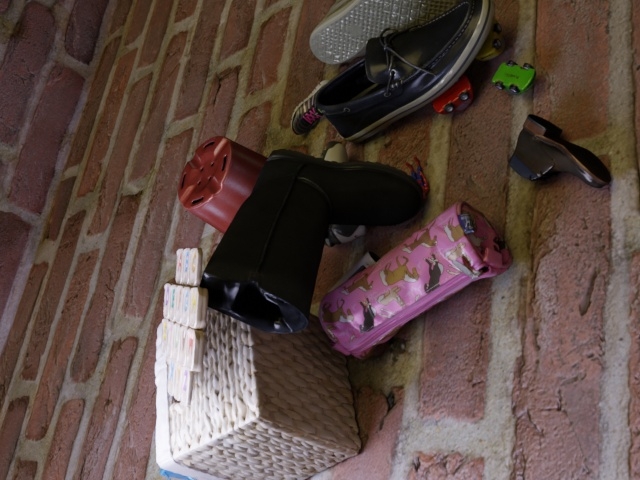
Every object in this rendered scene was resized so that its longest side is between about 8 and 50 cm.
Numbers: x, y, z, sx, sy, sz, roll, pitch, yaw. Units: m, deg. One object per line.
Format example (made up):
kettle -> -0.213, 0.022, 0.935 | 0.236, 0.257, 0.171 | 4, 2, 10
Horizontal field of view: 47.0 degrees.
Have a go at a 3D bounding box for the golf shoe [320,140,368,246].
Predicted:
golf shoe -> 0.059, -0.115, 1.741 | 0.120, 0.105, 0.272 | -9, 64, 23

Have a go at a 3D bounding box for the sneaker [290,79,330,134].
sneaker -> -0.014, -0.350, 1.965 | 0.170, 0.063, 0.075 | -50, 34, 5

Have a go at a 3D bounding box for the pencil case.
pencil case -> 0.175, 0.084, 1.439 | 0.386, 0.167, 0.160 | -36, 79, 27

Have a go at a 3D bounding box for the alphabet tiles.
alphabet tiles -> -0.253, 0.151, 1.341 | 0.284, 0.021, 0.278 | 177, 98, -67

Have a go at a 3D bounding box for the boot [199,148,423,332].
boot -> -0.002, 0.000, 1.448 | 0.367, 0.146, 0.445 | 9, 35, 8

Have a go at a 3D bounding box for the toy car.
toy car -> 0.373, -0.349, 1.566 | 0.225, 0.053, 0.239 | 33, 94, 50

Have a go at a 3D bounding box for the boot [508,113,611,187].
boot -> 0.440, -0.136, 1.371 | 0.219, 0.082, 0.106 | 57, 133, 43

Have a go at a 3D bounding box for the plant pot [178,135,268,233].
plant pot -> -0.196, -0.115, 1.861 | 0.272, 0.265, 0.272 | -25, 51, 36

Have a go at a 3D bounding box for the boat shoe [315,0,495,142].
boat shoe -> 0.177, -0.393, 1.670 | 0.500, 0.156, 0.186 | -29, 39, 43

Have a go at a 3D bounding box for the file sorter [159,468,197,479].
file sorter -> -0.262, 0.493, 1.685 | 0.104, 0.118, 0.170 | 28, 89, 48

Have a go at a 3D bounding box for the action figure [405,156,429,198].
action figure -> 0.214, -0.135, 1.626 | 0.038, 0.030, 0.115 | -33, 49, 23

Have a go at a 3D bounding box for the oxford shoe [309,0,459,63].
oxford shoe -> 0.158, -0.587, 1.865 | 0.449, 0.169, 0.130 | -15, 37, 42

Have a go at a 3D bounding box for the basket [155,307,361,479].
basket -> -0.131, 0.302, 1.496 | 0.266, 0.331, 0.328 | -33, 46, 27

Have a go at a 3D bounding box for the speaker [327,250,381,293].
speaker -> 0.080, 0.086, 1.614 | 0.136, 0.055, 0.055 | -45, 42, 17
